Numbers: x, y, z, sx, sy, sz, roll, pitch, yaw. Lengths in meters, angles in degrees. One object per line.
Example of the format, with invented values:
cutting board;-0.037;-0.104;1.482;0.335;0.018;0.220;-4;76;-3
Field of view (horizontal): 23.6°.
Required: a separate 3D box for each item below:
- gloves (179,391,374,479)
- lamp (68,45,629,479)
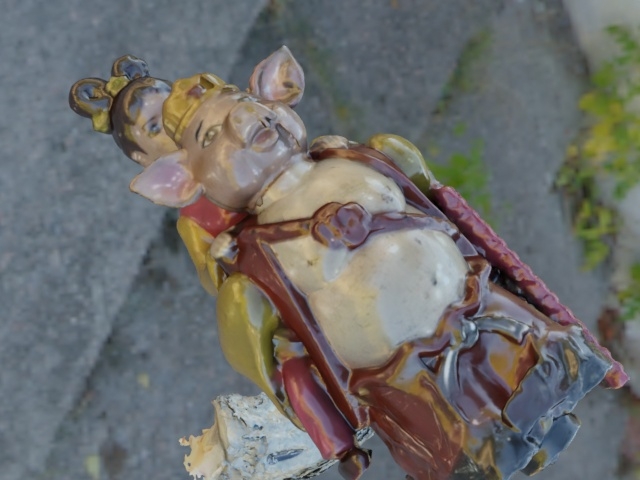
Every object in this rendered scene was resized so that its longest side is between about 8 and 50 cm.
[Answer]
gloves;-0.029;0.165;1.259;0.153;0.114;0.070;-5;57;-33
lamp;0.000;0.000;0.624;0.253;0.118;0.118;47;34;5
